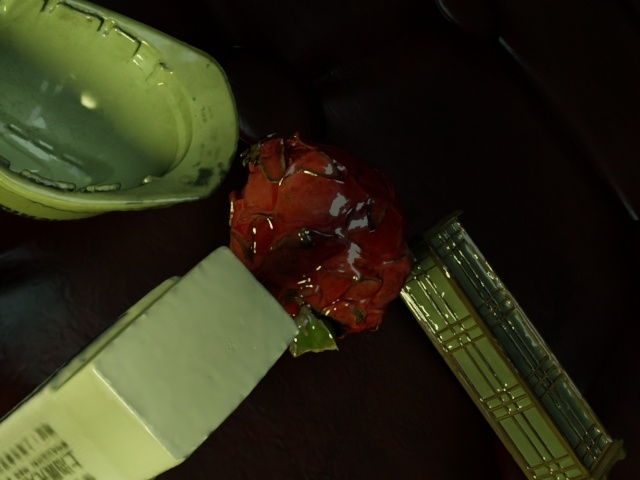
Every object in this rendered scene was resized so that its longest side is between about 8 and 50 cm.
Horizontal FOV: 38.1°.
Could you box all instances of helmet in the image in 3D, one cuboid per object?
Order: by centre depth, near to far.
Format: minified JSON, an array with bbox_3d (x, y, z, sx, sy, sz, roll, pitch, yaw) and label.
[{"bbox_3d":[-0.210,-0.087,0.759,0.257,0.137,0.204,17,54,-22],"label":"helmet"}]

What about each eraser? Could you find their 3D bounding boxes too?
[{"bbox_3d":[-0.141,0.112,0.591,0.081,0.279,0.124,50,44,-4],"label":"eraser"}]

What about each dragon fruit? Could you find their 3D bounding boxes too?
[{"bbox_3d":[0.000,0.000,0.862,0.172,0.172,0.210,-4,78,-41],"label":"dragon fruit"}]

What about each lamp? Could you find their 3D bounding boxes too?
[{"bbox_3d":[0.195,0.128,1.005,0.090,0.089,0.325,-32,87,-47],"label":"lamp"}]
